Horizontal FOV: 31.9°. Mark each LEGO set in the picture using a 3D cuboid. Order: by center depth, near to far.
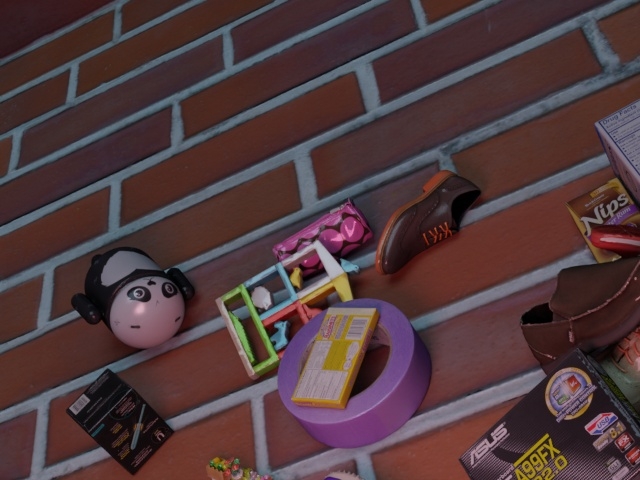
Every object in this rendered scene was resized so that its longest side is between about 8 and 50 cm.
[{"bbox_3d":[-0.129,0.448,1.972,0.132,0.107,0.287,-33,40,1],"label":"LEGO set"}]

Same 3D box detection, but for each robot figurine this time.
[{"bbox_3d":[-0.406,0.117,2.431,0.209,0.173,0.278,-47,41,-3],"label":"robot figurine"}]

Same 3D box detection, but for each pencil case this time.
[{"bbox_3d":[0.000,0.000,2.332,0.209,0.098,0.095,-33,40,3],"label":"pencil case"}]

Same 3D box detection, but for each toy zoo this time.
[{"bbox_3d":[-0.049,0.126,2.242,0.293,0.030,0.192,-30,61,6],"label":"toy zoo"}]

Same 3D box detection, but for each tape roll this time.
[{"bbox_3d":[0.061,0.241,2.062,0.275,0.090,0.274,-18,43,17],"label":"tape roll"}]

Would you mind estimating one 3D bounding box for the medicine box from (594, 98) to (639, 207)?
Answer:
[{"bbox_3d":[0.676,-0.149,1.984,0.264,0.149,0.289,-28,40,7],"label":"medicine box"}]

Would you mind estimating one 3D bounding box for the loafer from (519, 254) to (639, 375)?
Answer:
[{"bbox_3d":[0.424,0.099,1.773,0.134,0.130,0.366,-43,-5,-39],"label":"loafer"}]

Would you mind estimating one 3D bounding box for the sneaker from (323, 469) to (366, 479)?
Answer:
[{"bbox_3d":[0.076,0.484,1.803,0.146,0.102,0.293,-49,42,-15],"label":"sneaker"}]

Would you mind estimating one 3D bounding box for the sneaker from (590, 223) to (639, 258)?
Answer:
[{"bbox_3d":[0.545,0.051,1.856,0.221,0.128,0.087,10,15,-2],"label":"sneaker"}]

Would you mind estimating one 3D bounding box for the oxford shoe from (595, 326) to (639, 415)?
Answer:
[{"bbox_3d":[0.505,0.177,1.780,0.397,0.146,0.140,-37,41,-2],"label":"oxford shoe"}]

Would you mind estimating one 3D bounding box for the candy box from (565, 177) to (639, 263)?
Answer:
[{"bbox_3d":[0.530,-0.021,2.032,0.109,0.053,0.186,-28,39,9],"label":"candy box"}]

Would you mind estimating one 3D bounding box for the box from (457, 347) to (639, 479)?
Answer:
[{"bbox_3d":[0.365,0.333,1.702,0.270,0.060,0.216,-46,47,17],"label":"box"}]

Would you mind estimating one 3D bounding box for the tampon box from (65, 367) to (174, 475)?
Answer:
[{"bbox_3d":[-0.392,0.355,2.198,0.120,0.161,0.101,-46,41,-15],"label":"tampon box"}]

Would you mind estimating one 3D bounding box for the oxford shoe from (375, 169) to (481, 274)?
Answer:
[{"bbox_3d":[0.212,-0.030,2.225,0.098,0.097,0.271,26,67,39],"label":"oxford shoe"}]

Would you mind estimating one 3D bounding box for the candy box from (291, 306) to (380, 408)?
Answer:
[{"bbox_3d":[0.029,0.209,2.025,0.105,0.027,0.205,-3,49,35],"label":"candy box"}]
